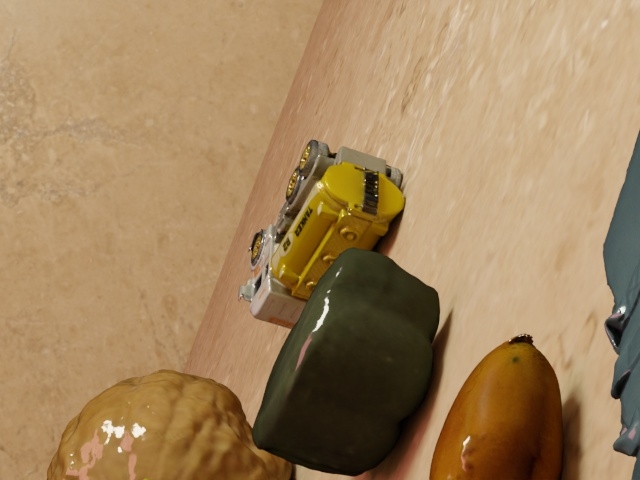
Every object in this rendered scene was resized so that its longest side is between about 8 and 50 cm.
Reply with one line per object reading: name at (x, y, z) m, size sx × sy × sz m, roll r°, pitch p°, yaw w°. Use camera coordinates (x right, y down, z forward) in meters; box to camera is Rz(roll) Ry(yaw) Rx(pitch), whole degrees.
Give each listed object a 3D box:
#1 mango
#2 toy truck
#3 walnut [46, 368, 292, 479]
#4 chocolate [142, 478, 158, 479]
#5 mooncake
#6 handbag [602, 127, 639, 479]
mango at (0.093, 0.106, 0.797) m, size 0.077 × 0.063 × 0.127 m, roll 114°, pitch 178°, yaw -50°
toy truck at (0.000, 0.000, 1.509) m, size 0.227 × 0.098 × 0.114 m, roll 122°, pitch 160°, yaw -46°
walnut at (-0.146, 0.235, 1.457) m, size 0.257 × 0.257 × 0.224 m, roll -138°, pitch 37°, yaw -81°
chocolate at (-0.127, 0.374, 1.093) m, size 0.289 × 0.137 × 0.301 m, roll -60°, pitch 21°, yaw 23°
mooncake at (0.020, 0.090, 1.152) m, size 0.175 × 0.104 × 0.168 m, roll -157°, pitch 85°, yaw -84°
handbag at (0.160, 0.011, 0.649) m, size 0.221 × 0.057 × 0.144 m, roll -81°, pitch 11°, yaw -55°
